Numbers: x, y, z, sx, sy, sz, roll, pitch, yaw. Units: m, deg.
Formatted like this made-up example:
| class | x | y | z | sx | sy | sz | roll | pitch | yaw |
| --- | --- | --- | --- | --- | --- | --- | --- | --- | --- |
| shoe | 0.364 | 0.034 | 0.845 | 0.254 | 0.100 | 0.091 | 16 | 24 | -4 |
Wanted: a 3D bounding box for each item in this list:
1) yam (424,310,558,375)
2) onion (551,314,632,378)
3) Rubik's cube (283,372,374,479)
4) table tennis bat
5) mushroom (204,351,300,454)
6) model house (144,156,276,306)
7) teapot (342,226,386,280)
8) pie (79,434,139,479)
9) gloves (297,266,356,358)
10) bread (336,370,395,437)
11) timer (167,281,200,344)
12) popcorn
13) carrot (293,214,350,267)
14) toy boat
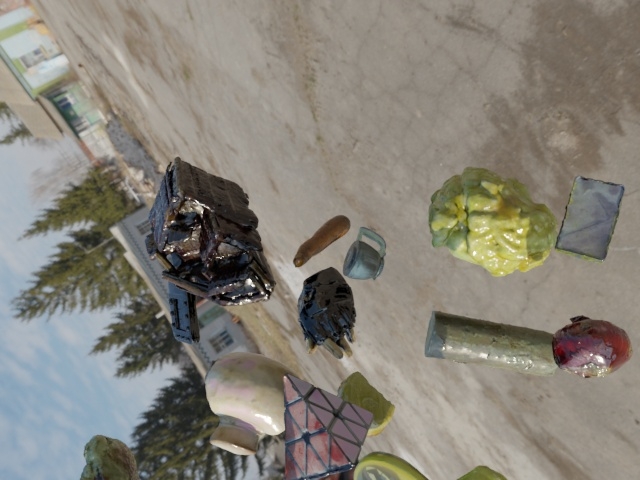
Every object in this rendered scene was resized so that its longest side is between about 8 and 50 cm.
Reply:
| class | x | y | z | sx | sy | sz | roll | pitch | yaw |
| --- | --- | --- | --- | --- | --- | --- | --- | --- | --- |
| yam | 0.327 | 0.197 | 0.892 | 0.259 | 0.093 | 0.093 | 10 | 158 | 0 |
| onion | 0.400 | 0.156 | 0.700 | 0.107 | 0.107 | 0.097 | 84 | -175 | -60 |
| Rubik's cube | 0.051 | 0.357 | 0.863 | 0.190 | 0.178 | 0.211 | 9 | 100 | 53 |
| table tennis bat | 0.168 | 0.426 | 0.743 | 0.224 | 0.054 | 0.369 | 53 | 141 | 16 |
| mushroom | -0.153 | 0.342 | 1.063 | 0.173 | 0.236 | 0.162 | -15 | 128 | 31 |
| model house | -0.290 | -0.016 | 1.098 | 0.317 | 0.297 | 0.283 | -114 | 7 | -47 |
| teapot | 0.130 | 0.053 | 1.368 | 0.108 | 0.149 | 0.111 | 22 | 132 | -13 |
| pie | -0.469 | 0.585 | 1.084 | 0.274 | 0.105 | 0.257 | 52 | 165 | 50 |
| gloves | 0.018 | 0.177 | 1.070 | 0.124 | 0.164 | 0.203 | 41 | -167 | -36 |
| bread | 0.101 | 0.416 | 1.183 | 0.156 | 0.125 | 0.086 | 45 | 140 | 20 |
| timer | -0.385 | 0.195 | 1.346 | 0.144 | 0.055 | 0.188 | -4 | 92 | 52 |
| popcorn | 0.325 | -0.036 | 0.921 | 0.256 | 0.254 | 0.195 | 32 | 112 | 45 |
| carrot | 0.000 | 0.000 | 1.200 | 0.059 | 0.248 | 0.059 | 21 | 129 | 28 |
| toy boat | 0.355 | -0.030 | 0.621 | 0.063 | 0.115 | 0.016 | 18 | 165 | 23 |
